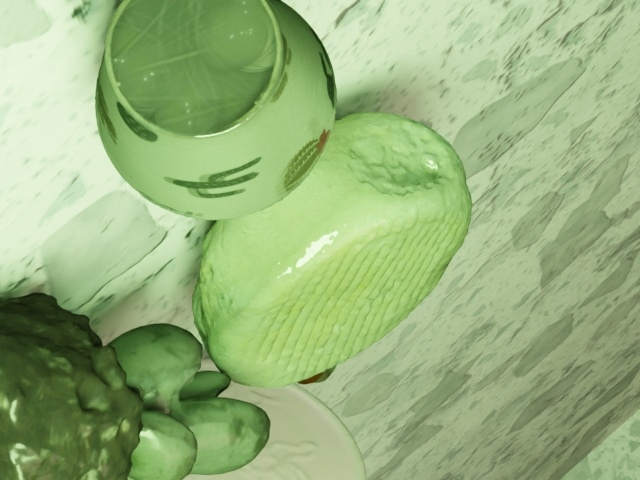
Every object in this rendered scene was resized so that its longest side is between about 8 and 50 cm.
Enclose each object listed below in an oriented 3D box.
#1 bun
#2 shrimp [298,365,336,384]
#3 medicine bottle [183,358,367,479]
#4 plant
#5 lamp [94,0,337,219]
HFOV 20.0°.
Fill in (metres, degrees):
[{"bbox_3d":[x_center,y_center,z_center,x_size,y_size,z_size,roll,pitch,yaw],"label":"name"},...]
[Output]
[{"bbox_3d":[0.001,-0.002,1.192,0.221,0.108,0.221,-29,159,-13],"label":"bun"},{"bbox_3d":[0.024,0.039,1.451,0.166,0.049,0.161,-45,163,-17],"label":"shrimp"},{"bbox_3d":[-0.104,0.266,1.364,0.202,0.202,0.316,-24,144,-45],"label":"medicine bottle"},{"bbox_3d":[-0.140,0.115,1.065,0.149,0.146,0.274,-62,156,12],"label":"plant"},{"bbox_3d":[-0.052,-0.066,0.911,0.121,0.121,0.214,-40,171,-6],"label":"lamp"}]
